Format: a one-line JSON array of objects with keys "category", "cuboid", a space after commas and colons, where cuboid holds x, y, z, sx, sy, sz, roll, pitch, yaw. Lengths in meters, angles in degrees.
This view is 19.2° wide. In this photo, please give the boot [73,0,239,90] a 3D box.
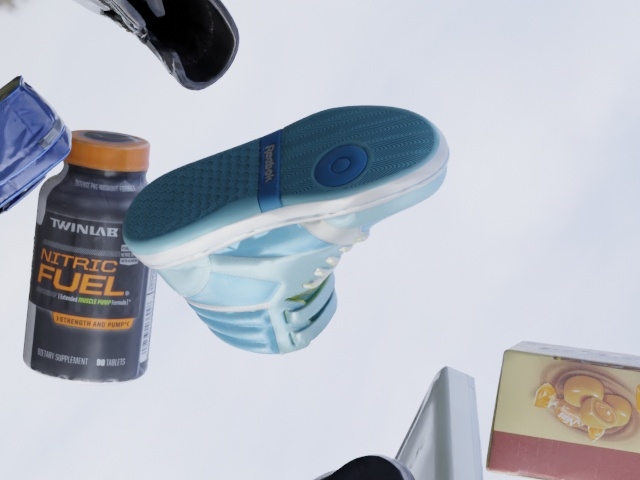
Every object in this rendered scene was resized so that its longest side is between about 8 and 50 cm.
[{"category": "boot", "cuboid": [-0.199, -0.259, 1.385, 0.118, 0.338, 0.222, -51, -142, 2]}]

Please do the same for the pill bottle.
[{"category": "pill bottle", "cuboid": [-0.228, 0.014, 1.923, 0.130, 0.130, 0.246, -125, -139, -75]}]

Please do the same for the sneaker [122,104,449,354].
[{"category": "sneaker", "cuboid": [0.000, 0.000, 1.752, 0.319, 0.208, 0.127, -14, -138, 24]}]

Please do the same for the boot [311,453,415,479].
[{"category": "boot", "cuboid": [-0.016, 0.239, 1.524, 0.219, 0.082, 0.106, -29, 171, 12]}]

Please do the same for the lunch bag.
[{"category": "lunch bag", "cuboid": [-0.216, -0.055, 1.270, 0.098, 0.065, 0.067, -37, -164, 8]}]

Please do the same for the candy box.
[{"category": "candy box", "cuboid": [0.221, 0.127, 1.357, 0.316, 0.183, 0.088, 17, 80, -82]}]

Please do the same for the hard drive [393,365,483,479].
[{"category": "hard drive", "cuboid": [0.082, 0.279, 1.726, 0.353, 0.047, 0.233, -78, -167, -73]}]
